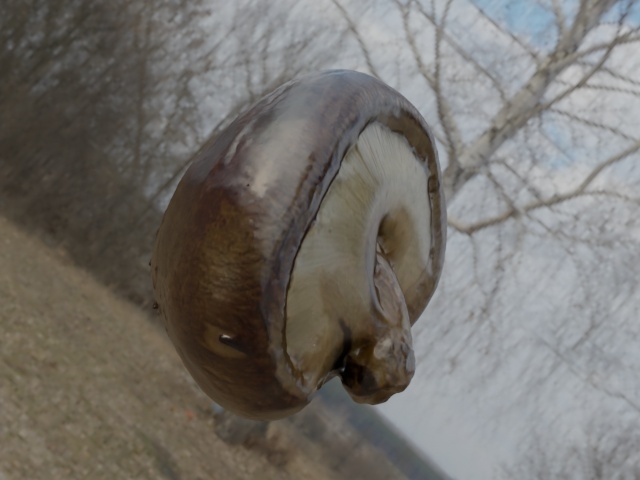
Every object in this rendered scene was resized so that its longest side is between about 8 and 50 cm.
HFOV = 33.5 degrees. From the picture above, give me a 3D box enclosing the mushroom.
[{"bbox_3d":[-0.013,0.001,0.636,0.138,0.194,0.231,-6,3,31],"label":"mushroom"}]
